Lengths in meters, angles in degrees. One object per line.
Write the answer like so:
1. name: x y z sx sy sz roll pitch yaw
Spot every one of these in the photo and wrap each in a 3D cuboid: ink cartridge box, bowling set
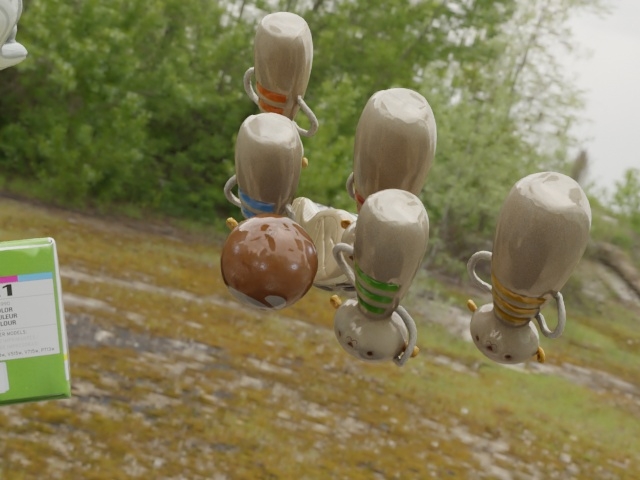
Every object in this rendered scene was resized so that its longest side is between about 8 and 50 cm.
1. ink cartridge box: -0.276 0.005 0.857 0.097 0.255 0.189 -5 1 -14
2. bowling set: 0.000 0.000 0.628 0.287 0.154 0.200 38 52 26

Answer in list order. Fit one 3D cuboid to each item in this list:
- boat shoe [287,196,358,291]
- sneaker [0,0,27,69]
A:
1. boat shoe: 0.012 0.012 1.114 0.092 0.103 0.285 22 -5 -17
2. sneaker: -0.310 -0.219 0.805 0.118 0.110 0.292 -15 -17 -15
